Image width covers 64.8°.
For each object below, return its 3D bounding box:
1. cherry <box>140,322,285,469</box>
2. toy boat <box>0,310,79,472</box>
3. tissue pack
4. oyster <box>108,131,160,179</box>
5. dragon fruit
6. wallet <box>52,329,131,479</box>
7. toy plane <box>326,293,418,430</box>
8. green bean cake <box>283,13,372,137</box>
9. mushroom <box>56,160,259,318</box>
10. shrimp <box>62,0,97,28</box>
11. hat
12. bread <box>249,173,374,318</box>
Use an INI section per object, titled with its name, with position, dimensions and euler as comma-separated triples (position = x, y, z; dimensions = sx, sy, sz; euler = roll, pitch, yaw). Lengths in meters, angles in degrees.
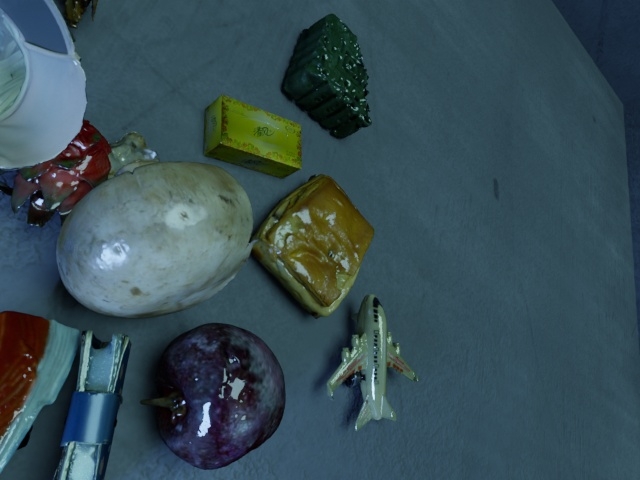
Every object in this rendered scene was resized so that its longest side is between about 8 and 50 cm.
[cherry]
position = -0.137, 0.208, 0.706
dimensions = 0.195, 0.195, 0.195
euler = 14, 68, -38
[toy boat]
position = -0.366, 0.228, 0.524
dimensions = 0.133, 0.145, 0.332
euler = 57, 46, -45
[tissue pack]
position = -0.119, -0.185, 0.916
dimensions = 0.176, 0.062, 0.095
euler = 13, 69, -40
[oyster]
position = -0.277, -0.084, 0.751
dimensions = 0.103, 0.051, 0.148
euler = -27, 96, -25
[dragon fruit]
position = -0.337, -0.096, 0.650
dimensions = 0.121, 0.142, 0.130
euler = 41, 11, -31
[wallet]
position = -0.271, 0.216, 0.606
dimensions = 0.059, 0.141, 0.202
euler = 9, 69, -12
[toy plane]
position = 0.097, 0.227, 0.965
dimensions = 0.228, 0.092, 0.245
euler = 4, 74, -39
[green bean cake]
position = 0.036, -0.354, 1.079
dimensions = 0.193, 0.107, 0.209
euler = 31, 57, -30
[mushroom]
position = -0.226, -0.009, 0.628
dimensions = 0.189, 0.253, 0.195
euler = -4, 63, -60
[shrimp]
position = -0.399, -0.451, 0.746
dimensions = 0.152, 0.063, 0.288
euler = 5, 71, -39
[hat]
position = -0.383, -0.183, 0.570
dimensions = 0.275, 0.161, 0.232
euler = 29, 80, 13
[bread]
position = 0.000, 0.000, 0.941
dimensions = 0.210, 0.099, 0.235
euler = 50, 50, -18
